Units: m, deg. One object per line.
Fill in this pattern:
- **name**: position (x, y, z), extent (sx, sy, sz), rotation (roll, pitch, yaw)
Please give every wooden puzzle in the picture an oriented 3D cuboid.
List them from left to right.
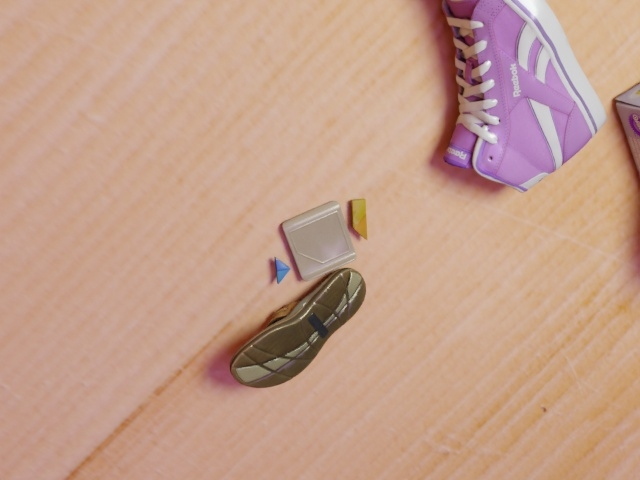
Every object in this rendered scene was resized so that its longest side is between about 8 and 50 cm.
- **wooden puzzle**: position (0.000, 0.000, 0.784), extent (0.116, 0.014, 0.078), rotation (-17, 109, -12)

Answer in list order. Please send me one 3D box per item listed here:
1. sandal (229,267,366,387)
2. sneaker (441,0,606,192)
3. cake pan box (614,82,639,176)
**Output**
- **sandal**: position (-0.026, 0.094, 0.794), extent (0.180, 0.049, 0.072), rotation (-42, 123, -17)
- **sneaker**: position (0.171, -0.160, 0.738), extent (0.161, 0.102, 0.282), rotation (-43, 116, 3)
- **cake pan box**: position (0.516, -0.132, 0.882), extent (0.267, 0.070, 0.245), rotation (-32, 118, -6)
